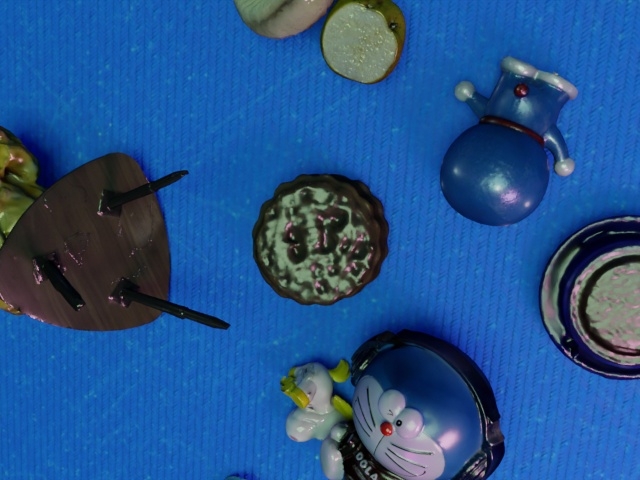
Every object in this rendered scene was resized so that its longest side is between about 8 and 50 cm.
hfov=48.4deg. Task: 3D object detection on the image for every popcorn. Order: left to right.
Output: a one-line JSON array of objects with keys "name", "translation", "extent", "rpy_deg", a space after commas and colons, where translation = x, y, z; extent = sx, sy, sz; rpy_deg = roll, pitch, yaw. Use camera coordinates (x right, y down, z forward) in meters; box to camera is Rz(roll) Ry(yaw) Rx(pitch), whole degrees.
[{"name": "popcorn", "translation": [-0.557, -0.033, 1.240], "extent": [0.265, 0.225, 0.332], "rpy_deg": [-9, 88, 28]}]

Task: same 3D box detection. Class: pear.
[{"name": "pear", "translation": [0.073, -0.321, 1.115], "extent": [0.141, 0.104, 0.141], "rpy_deg": [13, 125, 20]}]

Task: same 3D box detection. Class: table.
[{"name": "table", "translation": [-0.314, 0.039, 1.107], "extent": [0.249, 0.317, 0.317], "rpy_deg": [8, 105, 47]}]

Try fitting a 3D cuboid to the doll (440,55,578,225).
[{"name": "doll", "translation": [0.283, -0.148, 1.092], "extent": [0.215, 0.161, 0.257], "rpy_deg": [28, 88, 19]}]

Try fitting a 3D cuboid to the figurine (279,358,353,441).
[{"name": "figurine", "translation": [0.000, 0.301, 1.258], "extent": [0.130, 0.109, 0.178], "rpy_deg": [-9, 103, -9]}]

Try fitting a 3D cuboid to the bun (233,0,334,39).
[{"name": "bun", "translation": [-0.039, -0.419, 1.108], "extent": [0.222, 0.127, 0.222], "rpy_deg": [-3, 85, 42]}]

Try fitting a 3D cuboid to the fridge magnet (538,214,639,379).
[{"name": "fridge magnet", "translation": [0.477, 0.092, 1.105], "extent": [0.265, 0.113, 0.265], "rpy_deg": [2, 99, 12]}]

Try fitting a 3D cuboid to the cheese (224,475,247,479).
[{"name": "cheese", "translation": [-0.196, 0.548, 1.351], "extent": [0.256, 0.037, 0.106], "rpy_deg": [-58, 45, 18]}]

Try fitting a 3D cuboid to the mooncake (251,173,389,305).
[{"name": "mooncake", "translation": [0.000, 0.000, 1.179], "extent": [0.228, 0.124, 0.228], "rpy_deg": [2, 99, 11]}]

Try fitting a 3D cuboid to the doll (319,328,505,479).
[{"name": "doll", "translation": [0.150, 0.300, 1.155], "extent": [0.284, 0.240, 0.310], "rpy_deg": [36, 124, 30]}]
